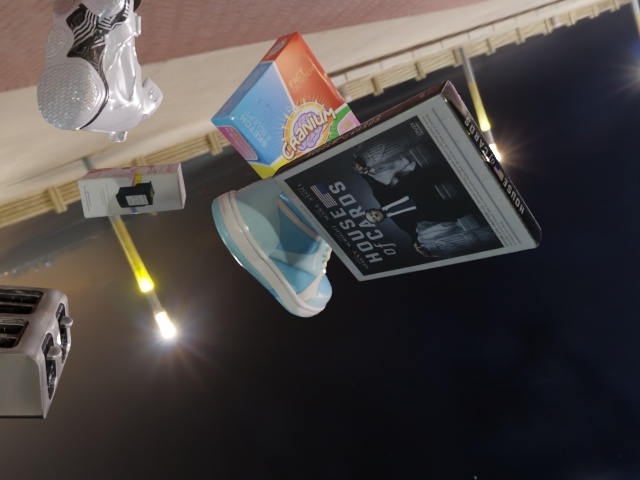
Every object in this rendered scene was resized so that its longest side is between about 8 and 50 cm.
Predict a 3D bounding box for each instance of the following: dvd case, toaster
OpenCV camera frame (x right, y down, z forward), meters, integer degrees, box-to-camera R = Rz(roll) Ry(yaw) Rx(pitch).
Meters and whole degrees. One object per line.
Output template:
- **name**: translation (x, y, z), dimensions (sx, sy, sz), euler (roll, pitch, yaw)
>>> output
- **dvd case**: translation (0.078, -0.041, 0.522), dimensions (0.238, 0.179, 0.030), euler (-18, -150, 47)
- **toaster**: translation (-0.437, 0.143, 0.649), dimensions (0.185, 0.110, 0.168), euler (7, -159, -18)

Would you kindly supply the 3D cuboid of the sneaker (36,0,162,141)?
- **sneaker**: translation (-0.409, -0.374, 0.966), dimensions (0.137, 0.366, 0.210), euler (14, 179, 13)

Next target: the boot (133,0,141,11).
- **boot**: translation (-0.698, -0.752, 1.568), dimensions (0.305, 0.112, 0.115), euler (-15, -139, 16)

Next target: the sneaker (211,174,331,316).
- **sneaker**: translation (0.000, 0.000, 0.768), dimensions (0.208, 0.319, 0.127), euler (-29, -126, 7)

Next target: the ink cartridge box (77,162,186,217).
- **ink cartridge box**: translation (-0.356, -0.101, 0.951), dimensions (0.175, 0.072, 0.127), euler (-7, -161, -11)

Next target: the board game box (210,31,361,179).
- **board game box**: translation (-0.036, -0.209, 0.995), dimensions (0.064, 0.316, 0.242), euler (6, -123, 47)
